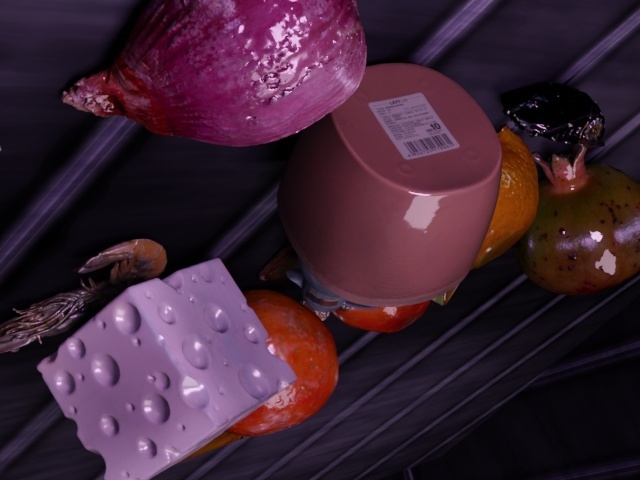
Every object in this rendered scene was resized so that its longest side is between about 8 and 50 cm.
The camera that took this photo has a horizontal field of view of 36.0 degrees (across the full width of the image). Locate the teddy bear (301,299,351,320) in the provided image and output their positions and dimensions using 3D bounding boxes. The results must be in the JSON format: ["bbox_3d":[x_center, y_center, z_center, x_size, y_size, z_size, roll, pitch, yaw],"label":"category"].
[{"bbox_3d":[0.022,0.079,1.842,0.119,0.078,0.160,35,108,-20],"label":"teddy bear"}]

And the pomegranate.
[{"bbox_3d":[0.500,-0.051,1.965,0.291,0.323,0.291,-34,-172,6],"label":"pomegranate"}]

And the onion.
[{"bbox_3d":[-0.098,-0.179,1.084,0.349,0.159,0.267,-32,154,3],"label":"onion"}]

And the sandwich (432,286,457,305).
[{"bbox_3d":[0.247,0.055,1.860,0.116,0.074,0.074,-32,126,-22],"label":"sandwich"}]

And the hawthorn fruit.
[{"bbox_3d":[-0.109,0.214,1.753,0.284,0.284,0.284,-24,156,-12],"label":"hawthorn fruit"}]

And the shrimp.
[{"bbox_3d":[-0.358,0.077,1.437,0.296,0.058,0.169,-25,152,-22],"label":"shrimp"}]

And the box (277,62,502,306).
[{"bbox_3d":[0.101,-0.083,1.343,0.301,0.301,0.216,-17,150,-26],"label":"box"}]

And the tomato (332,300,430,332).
[{"bbox_3d":[0.139,0.102,1.936,0.200,0.139,0.233,-11,151,-49],"label":"tomato"}]

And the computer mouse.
[{"bbox_3d":[0.389,-0.213,1.616,0.242,0.146,0.077,-5,119,-42],"label":"computer mouse"}]

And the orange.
[{"bbox_3d":[0.249,-0.049,1.727,0.263,0.196,0.335,-31,175,36],"label":"orange"}]

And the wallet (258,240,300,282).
[{"bbox_3d":[0.000,0.000,1.708,0.122,0.031,0.232,2,140,-45],"label":"wallet"}]

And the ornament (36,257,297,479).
[{"bbox_3d":[-0.232,0.204,1.513,0.240,0.239,0.239,-38,172,29],"label":"ornament"}]

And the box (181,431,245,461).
[{"bbox_3d":[-0.240,0.345,2.027,0.415,0.115,0.264,-19,153,-24],"label":"box"}]

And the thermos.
[{"bbox_3d":[0.053,0.015,1.578,0.286,0.182,0.145,110,4,-50],"label":"thermos"}]
